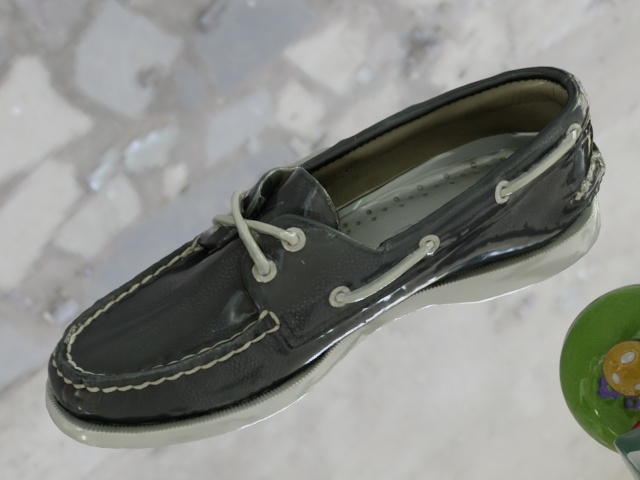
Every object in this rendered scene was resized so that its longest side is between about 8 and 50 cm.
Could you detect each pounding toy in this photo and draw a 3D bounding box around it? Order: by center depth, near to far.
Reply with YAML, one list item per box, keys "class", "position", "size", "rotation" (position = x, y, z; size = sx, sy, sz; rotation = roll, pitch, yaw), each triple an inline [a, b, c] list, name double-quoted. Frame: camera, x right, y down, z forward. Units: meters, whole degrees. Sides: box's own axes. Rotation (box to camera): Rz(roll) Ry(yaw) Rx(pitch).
- class: "pounding toy"
  position: [0.327, 0.125, 1.812]
  size: [0.237, 0.183, 0.110]
  rotation: [-52, -179, 25]

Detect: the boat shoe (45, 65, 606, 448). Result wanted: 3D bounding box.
- class: "boat shoe"
  position: [0.000, 0.000, 0.929]
  size: [0.302, 0.114, 0.091]
  rotation: [-27, 134, -20]

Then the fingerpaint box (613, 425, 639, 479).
- class: "fingerpaint box"
  position: [0.494, 0.267, 1.472]
  size: [0.371, 0.163, 0.445]
  rotation: [-28, 113, 0]
